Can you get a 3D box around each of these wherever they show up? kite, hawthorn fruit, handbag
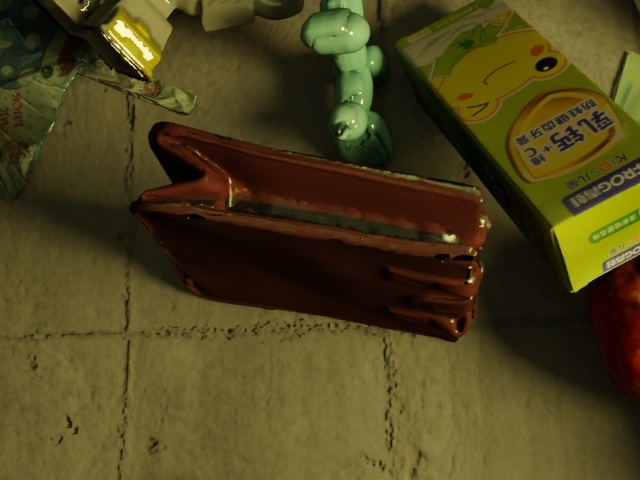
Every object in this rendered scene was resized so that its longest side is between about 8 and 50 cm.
[{"bbox_3d":[-0.269,-0.194,1.096,0.314,0.011,0.335,18,76,11],"label":"kite"},{"bbox_3d":[0.302,0.057,0.857,0.179,0.200,0.179,-6,77,28],"label":"hawthorn fruit"},{"bbox_3d":[-0.001,0.001,0.878,0.276,0.260,0.084,12,72,8],"label":"handbag"}]

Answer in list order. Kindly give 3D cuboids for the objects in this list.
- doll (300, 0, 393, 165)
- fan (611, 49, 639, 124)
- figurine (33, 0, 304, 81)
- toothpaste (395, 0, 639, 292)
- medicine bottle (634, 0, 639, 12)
[{"bbox_3d":[0.027,-0.159,0.978,0.059,0.158,0.159,-3,79,15],"label":"doll"},{"bbox_3d":[0.318,-0.072,0.999,0.131,0.009,0.240,1,73,4],"label":"fan"},{"bbox_3d":[-0.151,-0.304,1.045,0.309,0.143,0.308,2,83,-15],"label":"figurine"},{"bbox_3d":[0.176,-0.099,0.908,0.110,0.077,0.327,-27,41,-1],"label":"toothpaste"},{"bbox_3d":[0.427,-0.284,0.977,0.254,0.152,0.152,-35,73,-5],"label":"medicine bottle"}]
